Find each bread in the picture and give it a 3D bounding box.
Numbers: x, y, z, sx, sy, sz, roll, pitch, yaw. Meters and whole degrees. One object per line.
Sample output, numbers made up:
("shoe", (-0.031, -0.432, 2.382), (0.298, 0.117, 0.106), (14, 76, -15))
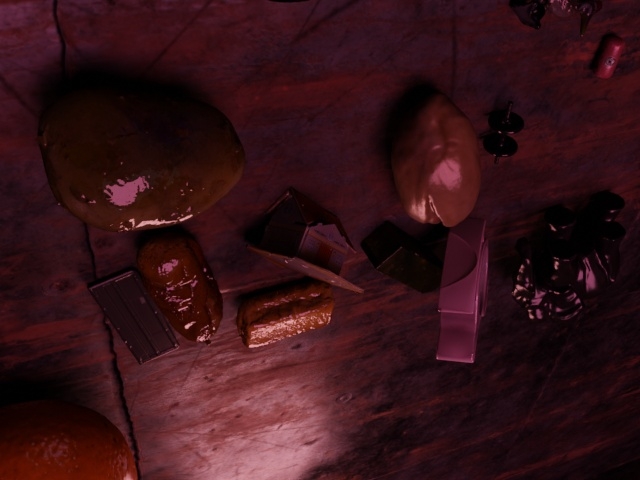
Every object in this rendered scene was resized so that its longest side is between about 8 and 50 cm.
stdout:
("bread", (-0.252, 0.112, 1.369), (0.124, 0.084, 0.344), (-22, 140, -8))
("bread", (-0.072, 0.152, 1.515), (0.211, 0.083, 0.114), (-13, 143, -19))

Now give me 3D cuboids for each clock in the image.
("clock", (0.316, 0.136, 1.578), (0.080, 0.290, 0.275), (5, 150, 18))

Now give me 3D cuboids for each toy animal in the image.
("toy animal", (0.407, -0.408, 1.221), (0.202, 0.070, 0.105), (1, 113, -26))

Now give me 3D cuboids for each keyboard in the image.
("keyboard", (-0.366, 0.124, 1.360), (0.103, 0.041, 0.381), (-23, 146, -8))

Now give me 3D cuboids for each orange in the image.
("orange", (-0.571, 0.516, 1.420), (0.424, 0.326, 0.424), (-16, 140, -14))

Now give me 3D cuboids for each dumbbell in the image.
("dumbbell", (0.355, -0.207, 1.397), (0.069, 0.069, 0.147), (-16, 138, -15))

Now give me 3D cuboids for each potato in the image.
("potato", (-0.250, -0.120, 1.044), (0.307, 0.210, 0.173), (-7, 162, -34))

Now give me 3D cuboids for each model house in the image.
("model house", (0.000, 0.000, 1.365), (0.219, 0.207, 0.136), (28, 78, -44))

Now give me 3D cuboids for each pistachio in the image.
("pistachio", (0.215, -0.139, 1.322), (0.162, 0.181, 0.293), (3, 141, 20))

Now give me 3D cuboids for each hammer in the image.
("hammer", (0.554, -0.351, 1.381), (0.043, 0.043, 0.083), (-10, 136, -21))

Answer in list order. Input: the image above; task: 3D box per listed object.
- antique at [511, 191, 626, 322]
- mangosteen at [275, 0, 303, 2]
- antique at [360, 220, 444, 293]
("antique", (0.597, 0.055, 1.723), (0.322, 0.185, 0.255), (-18, 138, -19))
("mangosteen", (-0.042, -0.415, 0.802), (0.288, 0.288, 0.288), (-16, 138, -15))
("antique", (0.190, 0.045, 1.559), (0.081, 0.080, 0.221), (-42, 140, 17))
